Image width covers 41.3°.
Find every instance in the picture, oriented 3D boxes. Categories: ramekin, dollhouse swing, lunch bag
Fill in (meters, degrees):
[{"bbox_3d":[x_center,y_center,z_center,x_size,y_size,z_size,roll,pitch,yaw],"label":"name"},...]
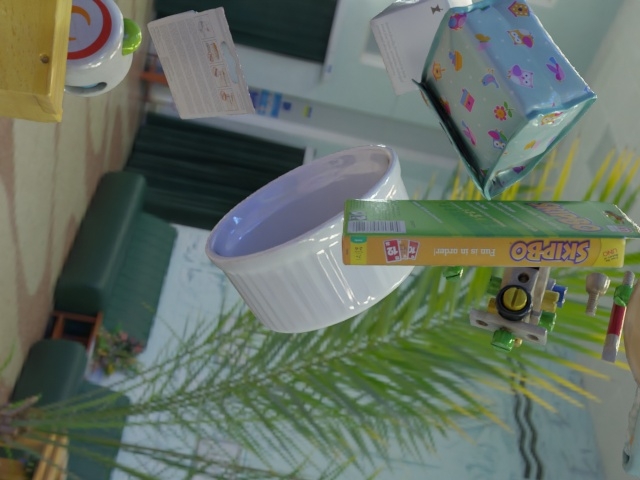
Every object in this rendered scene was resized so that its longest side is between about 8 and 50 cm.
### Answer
[{"bbox_3d":[0.000,0.000,1.123,0.135,0.277,0.277,62,9,-20],"label":"ramekin"},{"bbox_3d":[-0.616,-0.371,1.508,0.305,0.347,0.314,-112,-150,-77],"label":"dollhouse swing"},{"bbox_3d":[0.257,-0.208,1.302,0.223,0.160,0.262,62,-24,18],"label":"lunch bag"}]

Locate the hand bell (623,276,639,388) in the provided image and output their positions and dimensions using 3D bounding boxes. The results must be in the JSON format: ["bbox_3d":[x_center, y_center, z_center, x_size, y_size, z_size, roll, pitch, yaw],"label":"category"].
[{"bbox_3d":[0.216,0.055,0.374,0.242,0.126,0.126,-2,103,-78],"label":"hand bell"}]

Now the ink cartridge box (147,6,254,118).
[{"bbox_3d":[-0.189,-0.301,1.442,0.225,0.056,0.180,4,-62,46],"label":"ink cartridge box"}]

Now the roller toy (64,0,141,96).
[{"bbox_3d":[-0.476,-0.392,1.685,0.191,0.209,0.146,-48,172,-13],"label":"roller toy"}]

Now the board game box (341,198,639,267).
[{"bbox_3d":[0.151,-0.009,0.772,0.124,0.260,0.039,-81,168,-73],"label":"board game box"}]

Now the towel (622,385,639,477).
[{"bbox_3d":[0.471,0.083,0.770,0.090,0.321,0.374,-36,135,-66],"label":"towel"}]

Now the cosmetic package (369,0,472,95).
[{"bbox_3d":[0.205,-0.382,1.585,0.151,0.152,0.183,67,27,-17],"label":"cosmetic package"}]

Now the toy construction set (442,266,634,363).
[{"bbox_3d":[0.371,0.120,1.427,0.257,0.309,0.237,120,-6,-59],"label":"toy construction set"}]
